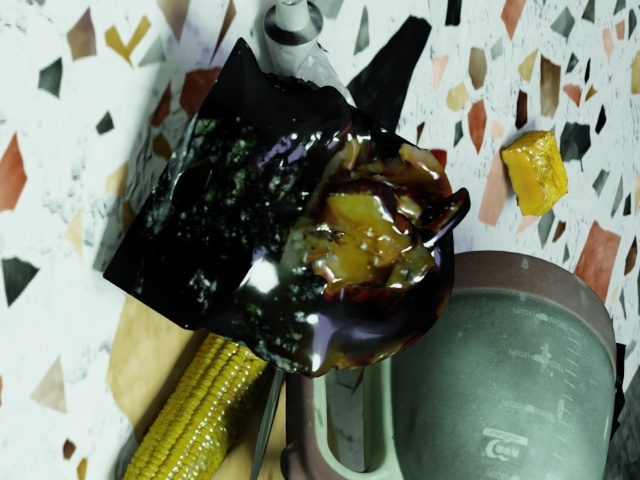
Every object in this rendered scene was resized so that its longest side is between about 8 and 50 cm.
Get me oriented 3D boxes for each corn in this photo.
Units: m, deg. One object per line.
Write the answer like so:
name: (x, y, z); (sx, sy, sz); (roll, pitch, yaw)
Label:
corn: (-0.095, 0.145, 1.465); (0.207, 0.068, 0.068); (-60, 144, -31)

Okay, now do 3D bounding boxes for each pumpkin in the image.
pumpkin: (0.231, -0.073, 1.958); (0.074, 0.054, 0.083); (-32, 104, -55)

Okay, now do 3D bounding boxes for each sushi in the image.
sushi: (0.000, 0.000, 1.421); (0.215, 0.212, 0.227); (-59, 155, 1)

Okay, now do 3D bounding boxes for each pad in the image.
pad: (-0.044, 0.149, 1.512); (0.190, 0.004, 0.127); (-73, 175, -56)

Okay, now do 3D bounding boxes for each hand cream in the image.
hand cream: (0.001, -0.131, 1.565); (0.084, 0.050, 0.257); (-63, 151, -22)

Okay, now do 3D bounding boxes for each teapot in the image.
teapot: (0.113, 0.177, 1.628); (0.312, 0.315, 0.233); (-79, -164, -46)

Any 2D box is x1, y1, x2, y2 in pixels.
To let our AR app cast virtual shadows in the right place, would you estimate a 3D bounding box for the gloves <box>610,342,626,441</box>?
gloves: (0.282, 0.215, 2.081); (0.164, 0.124, 0.203); (9, 83, -41)
